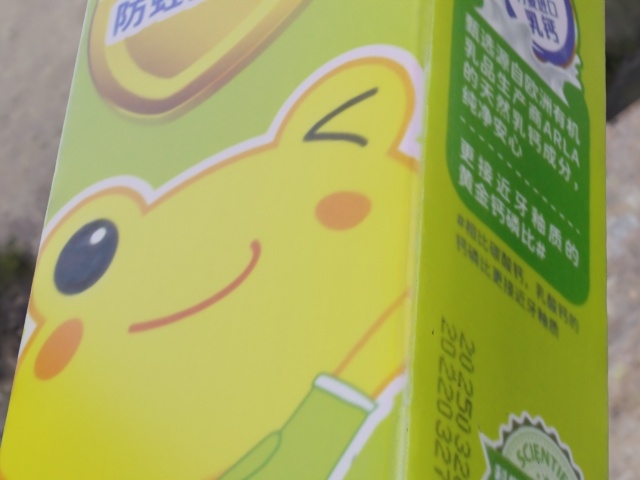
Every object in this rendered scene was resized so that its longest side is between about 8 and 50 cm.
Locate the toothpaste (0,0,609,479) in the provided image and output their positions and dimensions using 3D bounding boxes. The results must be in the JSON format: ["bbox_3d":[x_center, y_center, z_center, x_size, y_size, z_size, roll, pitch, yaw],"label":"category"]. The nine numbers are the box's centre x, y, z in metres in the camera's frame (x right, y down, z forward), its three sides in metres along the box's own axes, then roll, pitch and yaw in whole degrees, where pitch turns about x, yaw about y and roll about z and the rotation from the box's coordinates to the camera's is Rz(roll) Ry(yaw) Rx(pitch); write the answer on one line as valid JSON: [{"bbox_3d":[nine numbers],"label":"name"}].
[{"bbox_3d":[0.000,0.000,0.427,0.110,0.077,0.327,-22,47,33],"label":"toothpaste"}]
